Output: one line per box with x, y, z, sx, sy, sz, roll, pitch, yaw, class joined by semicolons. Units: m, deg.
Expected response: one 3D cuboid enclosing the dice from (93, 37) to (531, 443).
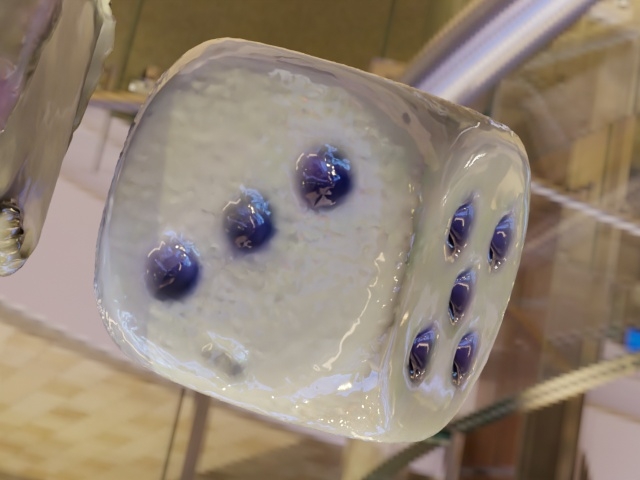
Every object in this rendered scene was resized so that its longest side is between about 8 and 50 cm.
0.000;0.000;0.851;0.193;0.192;0.194;20;-176;24;dice

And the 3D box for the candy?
-0.189;-0.088;0.744;0.137;0.195;0.185;19;165;-1;candy
